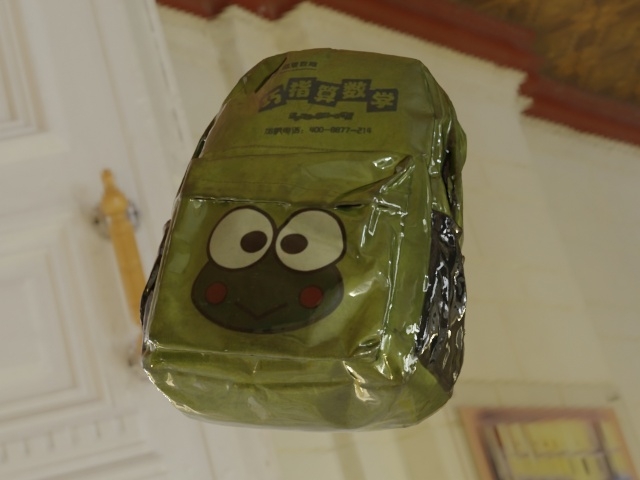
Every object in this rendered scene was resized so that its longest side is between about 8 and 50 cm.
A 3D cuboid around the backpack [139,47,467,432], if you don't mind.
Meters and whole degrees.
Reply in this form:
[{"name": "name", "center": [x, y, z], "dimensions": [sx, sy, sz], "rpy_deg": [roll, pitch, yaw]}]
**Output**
[{"name": "backpack", "center": [0.000, 0.000, 0.884], "dimensions": [0.207, 0.253, 0.140], "rpy_deg": [1, 153, 19]}]
